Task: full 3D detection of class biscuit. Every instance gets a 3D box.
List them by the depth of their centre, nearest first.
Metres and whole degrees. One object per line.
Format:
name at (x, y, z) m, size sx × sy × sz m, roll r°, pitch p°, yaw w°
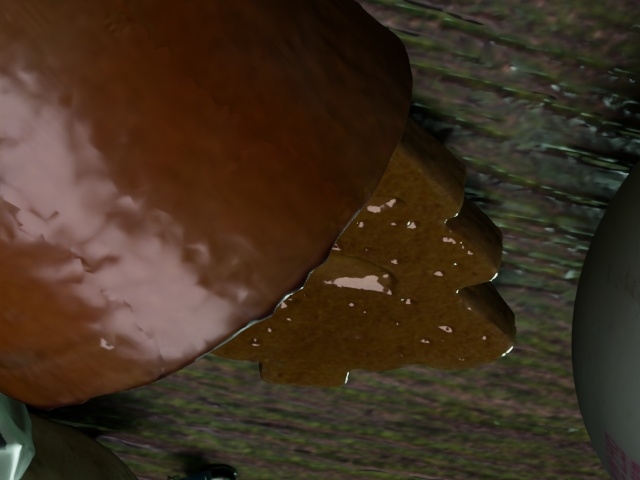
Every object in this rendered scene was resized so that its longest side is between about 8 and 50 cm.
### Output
biscuit at (0.000, 0.000, 0.726) m, size 0.212 × 0.041 × 0.239 m, roll 6°, pitch 144°, yaw -1°

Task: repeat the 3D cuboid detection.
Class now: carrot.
carrot at (-0.102, -0.073, 0.398) m, size 0.159 × 0.159 × 0.225 m, roll -26°, pitch 127°, yaw 29°

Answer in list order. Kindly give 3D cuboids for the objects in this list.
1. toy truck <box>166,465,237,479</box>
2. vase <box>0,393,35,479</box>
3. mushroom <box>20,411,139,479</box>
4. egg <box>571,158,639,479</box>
toy truck at (-0.087, 0.209, 0.988) m, size 0.081 × 0.067 × 0.175 m, roll -4°, pitch 144°, yaw 5°
vase at (-0.322, 0.121, 0.704) m, size 0.360 × 0.165 × 0.165 m, roll -23°, pitch 144°, yaw -5°
mushroom at (-0.235, 0.192, 0.851) m, size 0.253 × 0.195 × 0.189 m, roll -29°, pitch 133°, yaw 29°
egg at (0.203, 0.038, 0.667) m, size 0.182 × 0.183 × 0.264 m, roll -5°, pitch 138°, yaw 5°
